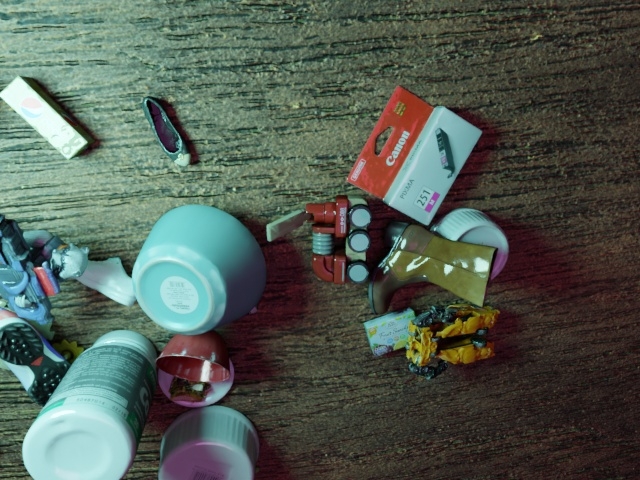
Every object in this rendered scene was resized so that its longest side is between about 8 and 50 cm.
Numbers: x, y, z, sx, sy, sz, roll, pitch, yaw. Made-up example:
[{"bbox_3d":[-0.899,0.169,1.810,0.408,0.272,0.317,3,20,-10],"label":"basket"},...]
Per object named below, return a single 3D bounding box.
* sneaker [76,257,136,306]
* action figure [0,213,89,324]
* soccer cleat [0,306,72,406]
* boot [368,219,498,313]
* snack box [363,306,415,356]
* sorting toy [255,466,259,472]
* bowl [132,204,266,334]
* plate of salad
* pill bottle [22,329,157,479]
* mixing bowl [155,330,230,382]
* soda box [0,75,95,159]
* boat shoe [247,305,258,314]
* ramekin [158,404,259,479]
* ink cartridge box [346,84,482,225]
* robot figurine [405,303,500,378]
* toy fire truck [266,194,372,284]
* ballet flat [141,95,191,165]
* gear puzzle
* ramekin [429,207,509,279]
[{"bbox_3d":[-0.527,0.073,1.110,0.212,0.080,0.094,30,74,-8],"label":"sneaker"},{"bbox_3d":[-0.650,0.000,0.963,0.330,0.178,0.341,14,131,-1],"label":"action figure"},{"bbox_3d":[-0.679,0.276,1.084,0.109,0.116,0.318,-38,140,-29],"label":"soccer cleat"},{"bbox_3d":[0.278,0.105,1.164,0.280,0.096,0.264,20,93,28],"label":"boot"},{"bbox_3d":[0.203,0.258,1.299,0.141,0.037,0.100,-19,108,-5],"label":"snack box"},{"bbox_3d":[-0.224,0.687,1.364,0.083,0.012,0.062,-32,108,1],"label":"sorting toy"},{"bbox_3d":[-0.296,0.088,1.046,0.312,0.163,0.311,4,111,12],"label":"bowl"},{"bbox_3d":[-0.333,0.366,1.234,0.200,0.048,0.199,-2,106,-8],"label":"plate of salad"},{"bbox_3d":[-0.487,0.358,1.039,0.204,0.361,0.204,-3,107,-9],"label":"pill bottle"},{"bbox_3d":[-0.304,0.275,1.142,0.181,0.098,0.181,4,144,3],"label":"mixing bowl"},{"bbox_3d":[-0.589,-0.264,1.000,0.061,0.058,0.181,-41,108,3],"label":"soda box"},{"bbox_3d":[-0.227,0.101,1.159,0.070,0.078,0.219,-22,110,-4],"label":"boat shoe"},{"bbox_3d":[-0.305,0.609,1.257,0.277,0.135,0.277,-2,103,-8],"label":"ramekin"},{"bbox_3d":[0.235,-0.211,1.159,0.239,0.060,0.275,25,100,-17],"label":"ink cartridge box"},{"bbox_3d":[0.359,0.270,1.281,0.291,0.085,0.211,-3,104,-20],"label":"robot figurine"},{"bbox_3d":[0.000,0.000,1.143,0.246,0.158,0.217,2,107,2],"label":"toy fire truck"},{"bbox_3d":[-0.354,-0.245,1.050,0.057,0.049,0.173,-29,109,1],"label":"ballet flat"},{"bbox_3d":[-0.750,0.233,1.130,0.339,0.044,0.175,21,100,-18],"label":"gear puzzle"},{"bbox_3d":[0.398,0.024,1.228,0.207,0.109,0.207,-3,107,-9],"label":"ramekin"}]
